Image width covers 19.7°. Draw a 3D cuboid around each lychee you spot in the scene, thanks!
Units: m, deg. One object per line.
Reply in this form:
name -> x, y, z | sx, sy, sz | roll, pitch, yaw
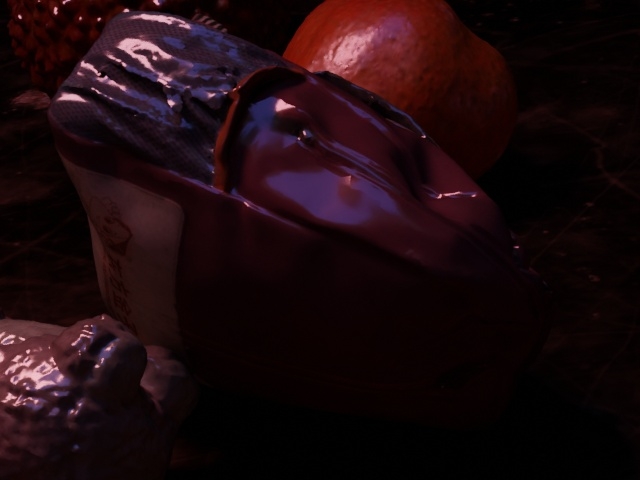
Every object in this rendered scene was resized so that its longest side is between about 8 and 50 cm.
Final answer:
lychee -> -0.158, -0.215, 1.673 | 0.264, 0.264, 0.300 | -19, 39, -22

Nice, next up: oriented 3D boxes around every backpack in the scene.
backpack -> 0.000, 0.000, 1.186 | 0.317, 0.283, 0.197 | 18, 61, 20

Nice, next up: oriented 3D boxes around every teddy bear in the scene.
teddy bear -> -0.217, 0.098, 1.158 | 0.267, 0.236, 0.151 | 18, 79, 24

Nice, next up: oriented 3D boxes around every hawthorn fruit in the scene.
hawthorn fruit -> 0.041, -0.092, 1.490 | 0.196, 0.196, 0.225 | 17, 60, 41
